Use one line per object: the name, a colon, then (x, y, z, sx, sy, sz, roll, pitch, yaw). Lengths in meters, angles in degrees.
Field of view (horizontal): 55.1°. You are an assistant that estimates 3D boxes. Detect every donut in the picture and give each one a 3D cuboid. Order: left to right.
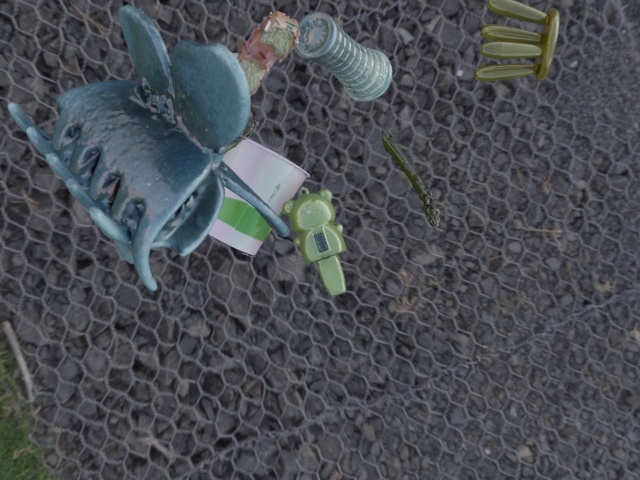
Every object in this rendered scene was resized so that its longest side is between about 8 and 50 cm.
donut: (-0.095, -0.343, 1.084, 0.065, 0.117, 0.166, 32, 131, -24)

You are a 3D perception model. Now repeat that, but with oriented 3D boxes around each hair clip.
hair clip: (-0.250, -0.125, 0.889, 0.238, 0.392, 0.318, -39, 65, -15)

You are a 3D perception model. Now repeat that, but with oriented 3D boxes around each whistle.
whistle: (0.000, 0.000, 1.549, 0.131, 0.106, 0.288, -19, 89, -1)

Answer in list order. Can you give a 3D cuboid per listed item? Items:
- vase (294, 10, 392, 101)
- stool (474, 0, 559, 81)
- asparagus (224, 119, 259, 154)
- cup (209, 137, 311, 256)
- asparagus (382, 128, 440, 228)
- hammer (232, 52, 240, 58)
vase: (0.053, -0.447, 1.500, 0.143, 0.299, 0.143, -3, 85, 29)
stool: (0.311, -0.316, 0.979, 0.111, 0.134, 0.135, 7, 124, 9)
asparagus: (-0.224, -0.172, 1.256, 0.248, 0.024, 0.025, -35, 130, -7)
cup: (-0.196, -0.120, 1.622, 0.253, 0.253, 0.274, 28, 89, -8)
asparagus: (0.163, -0.113, 1.092, 0.034, 0.027, 0.236, -9, 54, -24)
hammer: (-0.222, -0.514, 1.730, 0.083, 0.053, 0.031, -24, 117, -45)
